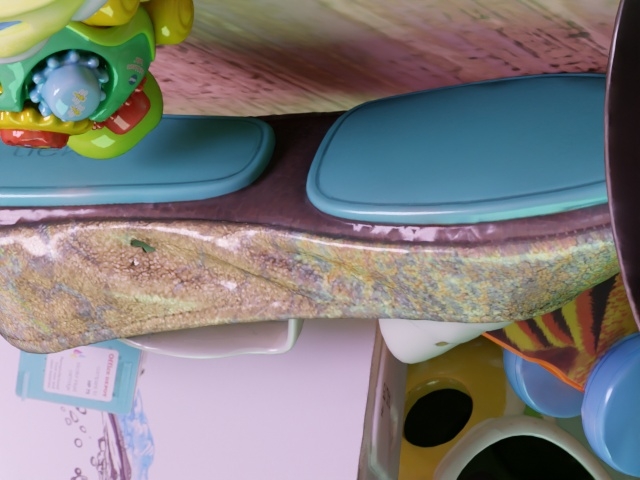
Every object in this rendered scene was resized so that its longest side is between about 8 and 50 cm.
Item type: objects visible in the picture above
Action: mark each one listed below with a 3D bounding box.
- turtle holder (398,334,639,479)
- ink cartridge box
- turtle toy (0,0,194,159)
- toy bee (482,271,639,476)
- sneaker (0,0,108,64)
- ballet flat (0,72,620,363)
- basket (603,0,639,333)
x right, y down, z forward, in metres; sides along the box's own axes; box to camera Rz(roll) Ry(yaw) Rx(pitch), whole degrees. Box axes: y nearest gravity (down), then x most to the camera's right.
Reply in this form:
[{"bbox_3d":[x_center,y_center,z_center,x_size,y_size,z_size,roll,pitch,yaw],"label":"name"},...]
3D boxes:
[{"bbox_3d":[0.113,0.152,1.136,0.243,0.320,0.227,-17,180,-6],"label":"turtle holder"},{"bbox_3d":[-0.091,0.058,0.859,0.270,0.197,0.198,6,168,7],"label":"ink cartridge box"},{"bbox_3d":[-0.096,-0.066,0.592,0.095,0.066,0.130,4,179,18],"label":"turtle toy"},{"bbox_3d":[0.170,0.036,0.807,0.195,0.162,0.298,37,175,39],"label":"toy bee"},{"bbox_3d":[-0.138,-0.099,0.411,0.126,0.091,0.240,18,165,-38],"label":"sneaker"},{"bbox_3d":[0.000,0.000,0.664,0.348,0.123,0.123,-2,166,19],"label":"ballet flat"},{"bbox_3d":[0.219,-0.015,0.434,0.226,0.154,0.204,3,-148,-14],"label":"basket"}]
